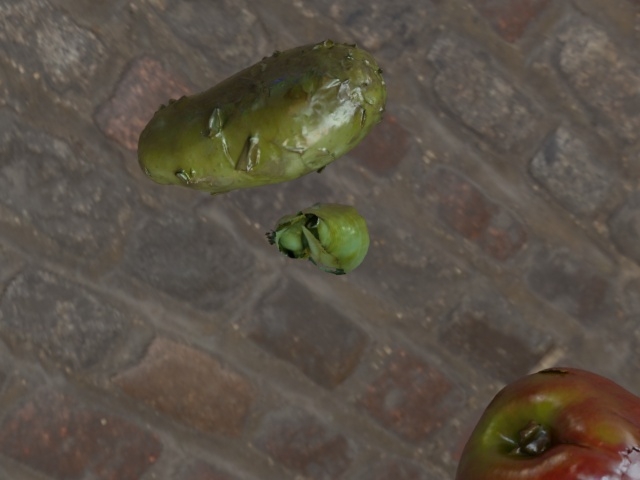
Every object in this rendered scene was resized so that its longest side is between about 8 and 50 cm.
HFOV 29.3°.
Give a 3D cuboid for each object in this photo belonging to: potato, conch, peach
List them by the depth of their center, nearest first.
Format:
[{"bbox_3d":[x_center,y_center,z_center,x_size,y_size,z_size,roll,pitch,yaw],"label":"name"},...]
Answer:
[{"bbox_3d":[0.201,0.201,0.920,0.197,0.197,0.197,-9,116,-19],"label":"peach"},{"bbox_3d":[-0.050,-0.099,1.029,0.226,0.117,0.090,-18,135,14],"label":"potato"},{"bbox_3d":[0.002,-0.004,1.358,0.095,0.079,0.201,-14,166,25],"label":"conch"}]
